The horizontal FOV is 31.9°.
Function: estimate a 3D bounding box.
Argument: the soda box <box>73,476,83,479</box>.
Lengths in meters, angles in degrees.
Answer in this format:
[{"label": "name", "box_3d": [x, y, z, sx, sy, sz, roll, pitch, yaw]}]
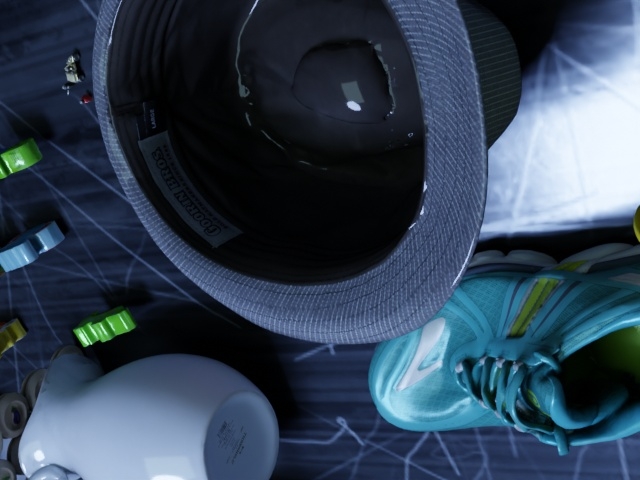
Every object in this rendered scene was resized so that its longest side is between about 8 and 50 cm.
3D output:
[{"label": "soda box", "box_3d": [-0.071, 0.251, 0.900, 0.286, 0.098, 0.091, 15, 128, 28]}]

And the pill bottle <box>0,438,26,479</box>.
[{"label": "pill bottle", "box_3d": [-0.348, 0.190, 1.073, 0.137, 0.078, 0.078, 20, 129, 24]}]

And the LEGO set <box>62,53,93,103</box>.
[{"label": "LEGO set", "box_3d": [-0.150, -0.093, 0.774, 0.083, 0.023, 0.054, 21, 129, 23]}]

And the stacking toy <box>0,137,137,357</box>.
[{"label": "stacking toy", "box_3d": [-0.256, 0.012, 0.910, 0.221, 0.052, 0.167, -14, 112, 39]}]

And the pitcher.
[{"label": "pitcher", "box_3d": [-0.145, 0.169, 0.845, 0.207, 0.178, 0.125, -2, 142, 38]}]

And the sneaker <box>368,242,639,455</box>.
[{"label": "sneaker", "box_3d": [0.125, 0.063, 0.623, 0.275, 0.110, 0.107, -20, 106, 43]}]

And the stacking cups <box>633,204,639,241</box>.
[{"label": "stacking cups", "box_3d": [0.191, -0.132, 0.449, 0.096, 0.096, 0.316, 17, 128, 27]}]

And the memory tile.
[{"label": "memory tile", "box_3d": [-0.229, 0.164, 0.921, 0.012, 0.148, 0.113, 1, 118, 31]}]

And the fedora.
[{"label": "fedora", "box_3d": [0.006, -0.077, 0.589, 0.275, 0.124, 0.244, -3, 105, 44]}]

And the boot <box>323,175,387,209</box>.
[{"label": "boot", "box_3d": [0.000, 0.000, 0.717, 0.158, 0.059, 0.084, -12, 129, 36]}]
